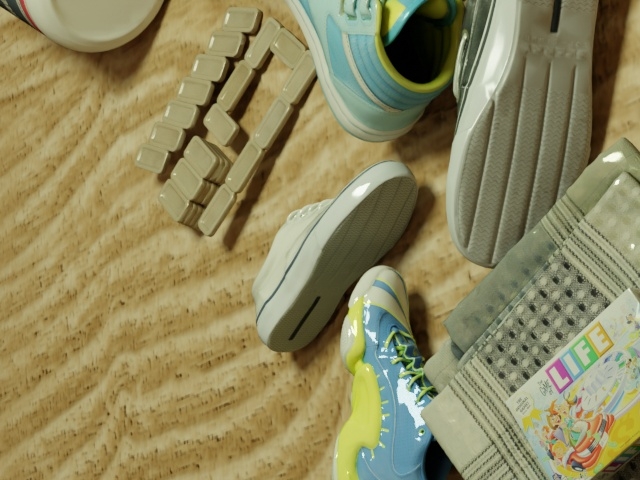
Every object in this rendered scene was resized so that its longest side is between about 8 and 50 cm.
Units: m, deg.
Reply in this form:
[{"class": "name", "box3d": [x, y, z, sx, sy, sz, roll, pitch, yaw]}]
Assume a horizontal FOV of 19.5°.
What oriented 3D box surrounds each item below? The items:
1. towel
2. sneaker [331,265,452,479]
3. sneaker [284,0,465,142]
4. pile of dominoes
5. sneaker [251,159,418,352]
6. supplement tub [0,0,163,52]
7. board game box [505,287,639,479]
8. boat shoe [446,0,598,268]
[{"class": "towel", "box3d": [0.233, 0.125, 1.552, 0.312, 0.056, 0.324, -53, 51, 28]}, {"class": "sneaker", "box3d": [0.086, 0.142, 1.750, 0.126, 0.091, 0.240, -1, 79, 32]}, {"class": "sneaker", "box3d": [0.040, -0.261, 1.754, 0.319, 0.127, 0.208, 63, 160, -1]}, {"class": "pile of dominoes", "box3d": [-0.099, -0.135, 2.087, 0.251, 0.040, 0.196, -56, 42, 14]}, {"class": "sneaker", "box3d": [0.000, 0.000, 1.865, 0.258, 0.094, 0.091, -51, 51, 32]}, {"class": "supplement tub", "box3d": [-0.322, -0.353, 2.274, 0.272, 0.191, 0.191, 34, 108, 50]}, {"class": "board game box", "box3d": [0.231, 0.126, 1.511, 0.154, 0.026, 0.103, -47, 55, 28]}, {"class": "boat shoe", "box3d": [0.180, -0.142, 1.681, 0.119, 0.121, 0.335, -154, 77, -73]}]
